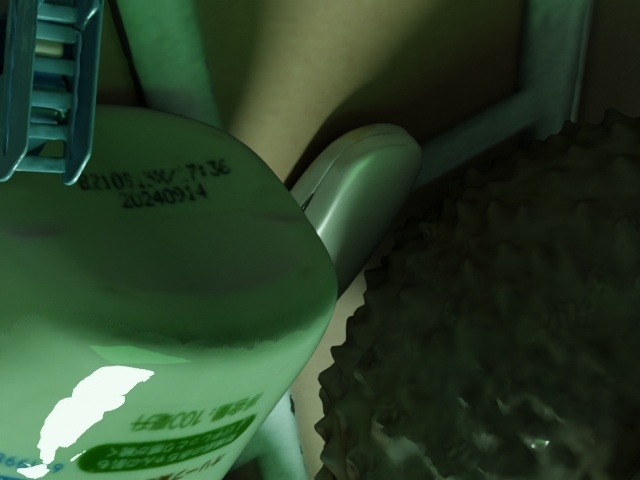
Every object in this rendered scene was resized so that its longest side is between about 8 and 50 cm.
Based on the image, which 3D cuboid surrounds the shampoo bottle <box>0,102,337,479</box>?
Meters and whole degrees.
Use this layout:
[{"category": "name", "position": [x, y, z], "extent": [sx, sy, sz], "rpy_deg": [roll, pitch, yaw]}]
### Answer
[{"category": "shampoo bottle", "position": [-0.146, 0.105, 0.677], "extent": [0.222, 0.151, 0.349], "rpy_deg": [-7, 142, -46]}]

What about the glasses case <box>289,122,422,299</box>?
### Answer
[{"category": "glasses case", "position": [0.000, 0.000, 0.792], "extent": [0.063, 0.041, 0.164], "rpy_deg": [-6, 141, -42]}]

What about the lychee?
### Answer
[{"category": "lychee", "position": [0.187, 0.117, 0.824], "extent": [0.380, 0.380, 0.432], "rpy_deg": [-39, 179, 7]}]

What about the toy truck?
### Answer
[{"category": "toy truck", "position": [-0.114, -0.090, 0.512], "extent": [0.063, 0.074, 0.136], "rpy_deg": [-2, 97, -50]}]
